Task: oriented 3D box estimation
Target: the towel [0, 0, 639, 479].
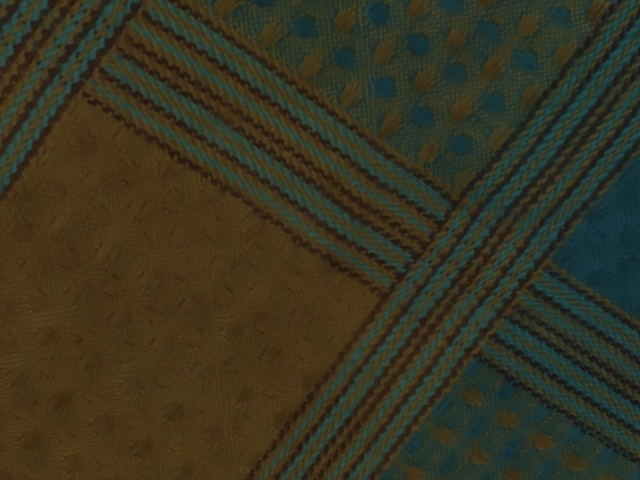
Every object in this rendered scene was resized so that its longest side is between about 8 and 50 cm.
[{"bbox_3d":[0.000,0.000,0.572,0.370,0.040,0.271,34,-79,-28],"label":"towel"}]
